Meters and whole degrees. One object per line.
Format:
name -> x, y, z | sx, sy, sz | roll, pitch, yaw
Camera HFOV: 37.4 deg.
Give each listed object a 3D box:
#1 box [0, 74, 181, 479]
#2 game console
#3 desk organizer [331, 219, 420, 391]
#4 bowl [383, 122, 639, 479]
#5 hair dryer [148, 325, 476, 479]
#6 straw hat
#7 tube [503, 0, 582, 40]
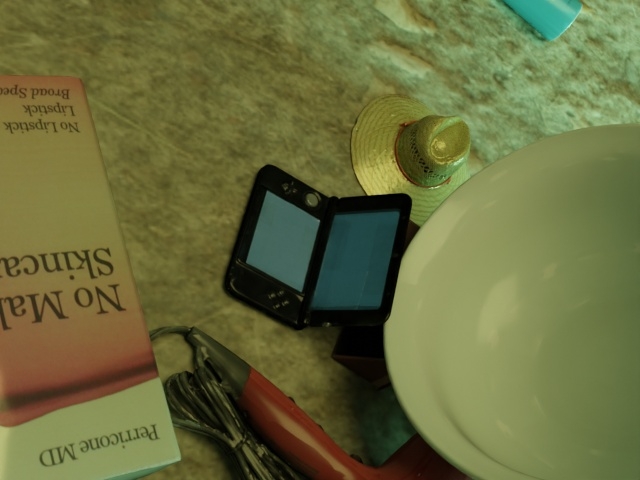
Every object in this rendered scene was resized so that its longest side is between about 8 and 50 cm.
box -> -0.193, 0.038, 0.520 | 0.149, 0.127, 0.232 | -7, 73, -39
game console -> 0.000, 0.000, 0.718 | 0.107, 0.071, 0.122 | 30, 54, -22
desk organizer -> 0.059, 0.050, 0.755 | 0.050, 0.047, 0.130 | 36, 52, -15
bowl -> 0.204, 0.070, 0.675 | 0.134, 0.298, 0.297 | 54, 41, -44
hair dryer -> 0.011, 0.155, 0.647 | 0.294, 0.080, 0.223 | 3, 67, -36
straw hat -> 0.100, -0.081, 0.838 | 0.145, 0.061, 0.144 | 16, 60, -30
tube -> 0.190, -0.301, 1.023 | 0.207, 0.052, 0.080 | 37, 45, -10
